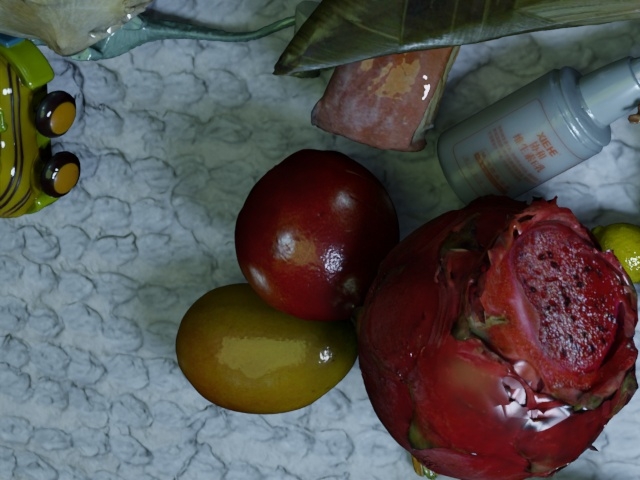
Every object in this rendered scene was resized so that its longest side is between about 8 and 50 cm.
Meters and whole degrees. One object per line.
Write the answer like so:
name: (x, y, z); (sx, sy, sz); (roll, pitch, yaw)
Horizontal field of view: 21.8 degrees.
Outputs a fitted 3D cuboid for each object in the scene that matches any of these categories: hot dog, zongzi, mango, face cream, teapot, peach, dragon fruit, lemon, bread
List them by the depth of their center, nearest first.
zongzi: (0.202, -0.235, 1.496); (0.432, 0.208, 0.403); (-43, 40, -8)
dragon fruit: (0.179, 0.101, 1.694); (0.296, 0.302, 0.295); (2, 80, -13)
face cream: (0.247, -0.124, 1.715); (0.252, 0.101, 0.101); (-29, 88, 29)
lemon: (0.316, 0.011, 1.732); (0.083, 0.062, 0.062); (38, 115, 15)
bread: (0.086, -0.204, 1.737); (0.123, 0.190, 0.244); (22, 107, 7)
peach: (0.000, 0.000, 1.802); (0.197, 0.197, 0.197); (6, 104, 25)
teapot: (-0.008, -0.217, 1.853); (0.067, 0.057, 0.083); (19, 118, -9)
hot dog: (0.120, 0.233, 1.903); (0.037, 0.021, 0.083); (-7, 97, 17)
mango: (-0.060, 0.127, 1.914); (0.221, 0.120, 0.151); (6, 103, 18)

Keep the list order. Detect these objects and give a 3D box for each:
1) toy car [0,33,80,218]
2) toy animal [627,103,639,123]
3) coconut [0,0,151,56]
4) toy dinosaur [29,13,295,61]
toy car: (-0.401, -0.132, 1.982); (0.200, 0.142, 0.247); (26, 132, 33)
toy animal: (0.375, -0.004, 1.659); (0.230, 0.066, 0.224); (35, 122, 21)
coconut: (-0.288, -0.381, 1.773); (0.405, 0.404, 0.404); (6, 104, 25)
toy dinosaur: (-0.209, -0.235, 1.903); (0.383, 0.129, 0.076); (11, 114, 23)
